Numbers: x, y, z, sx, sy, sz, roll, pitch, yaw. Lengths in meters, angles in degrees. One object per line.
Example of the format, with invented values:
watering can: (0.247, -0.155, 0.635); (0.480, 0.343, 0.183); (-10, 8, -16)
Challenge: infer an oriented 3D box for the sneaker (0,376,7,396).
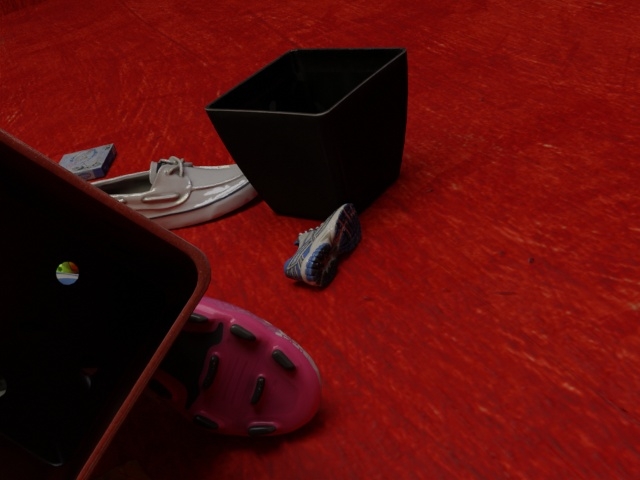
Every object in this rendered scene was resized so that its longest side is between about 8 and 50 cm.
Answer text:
sneaker: (-0.324, 0.160, 0.838); (0.100, 0.108, 0.271); (13, 37, 44)

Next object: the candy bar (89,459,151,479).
candy bar: (-0.223, 0.234, 0.752); (0.161, 0.018, 0.040); (-27, 28, -18)

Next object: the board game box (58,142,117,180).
board game box: (-0.384, -0.122, 1.439); (0.090, 0.020, 0.090); (-11, 30, 9)

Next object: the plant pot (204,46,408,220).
plant pot: (0.002, -0.129, 1.111); (0.187, 0.167, 0.188); (9, 39, 37)

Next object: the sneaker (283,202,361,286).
sneaker: (0.000, 0.000, 1.010); (0.058, 0.052, 0.135); (-1, 32, 33)

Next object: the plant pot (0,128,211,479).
plant pot: (-0.243, 0.066, 0.630); (0.267, 0.267, 0.236); (-58, -1, -4)

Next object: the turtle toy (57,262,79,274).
turtle toy: (-0.331, 0.035, 1.097); (0.095, 0.066, 0.130); (-21, 29, -8)

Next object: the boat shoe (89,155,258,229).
boat shoe: (-0.205, -0.068, 1.191); (0.258, 0.084, 0.095); (-17, 29, 0)

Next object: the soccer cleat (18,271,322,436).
soccer cleat: (-0.153, 0.089, 0.826); (0.331, 0.116, 0.143); (14, 8, 6)
